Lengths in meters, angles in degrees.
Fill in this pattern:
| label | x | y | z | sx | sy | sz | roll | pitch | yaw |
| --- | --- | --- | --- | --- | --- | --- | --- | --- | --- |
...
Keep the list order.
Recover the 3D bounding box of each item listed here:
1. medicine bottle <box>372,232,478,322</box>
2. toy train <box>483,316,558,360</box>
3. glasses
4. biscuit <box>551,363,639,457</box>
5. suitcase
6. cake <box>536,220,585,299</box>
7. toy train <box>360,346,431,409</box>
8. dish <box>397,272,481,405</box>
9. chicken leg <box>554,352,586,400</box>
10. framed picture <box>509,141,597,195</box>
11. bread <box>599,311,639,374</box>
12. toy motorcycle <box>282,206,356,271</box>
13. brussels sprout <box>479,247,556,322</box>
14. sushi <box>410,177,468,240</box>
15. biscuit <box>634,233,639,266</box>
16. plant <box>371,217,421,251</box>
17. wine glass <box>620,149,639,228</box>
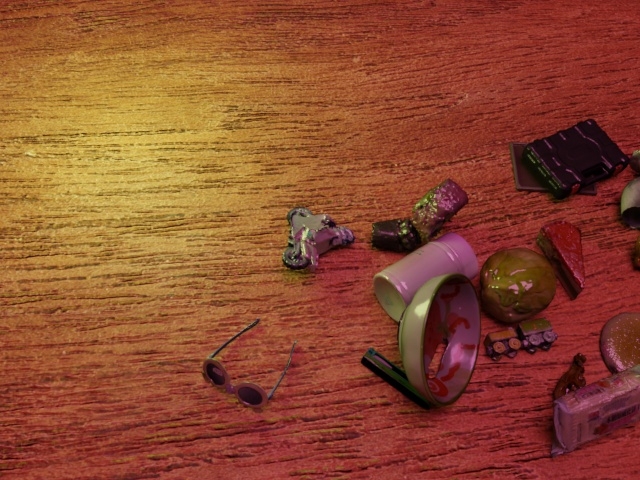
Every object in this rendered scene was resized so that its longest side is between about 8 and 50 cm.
| label | x | y | z | sx | sy | sz | roll | pitch | yaw |
| --- | --- | --- | --- | --- | --- | --- | --- | --- | --- |
| medicine bottle | 0.283 | 0.097 | 1.854 | 0.254 | 0.152 | 0.152 | -29 | 65 | -21 |
| toy train | 0.528 | 0.260 | 1.833 | 0.202 | 0.060 | 0.081 | -10 | 53 | -11 |
| glasses | -0.168 | 0.290 | 1.726 | 0.189 | 0.088 | 0.221 | 29 | 60 | 12 |
| biscuit | 0.690 | 0.406 | 1.693 | 0.309 | 0.186 | 0.079 | -16 | 32 | -13 |
| suitcase | 0.794 | -0.257 | 2.153 | 0.285 | 0.066 | 0.206 | -23 | 64 | -19 |
| cake | 0.716 | 0.049 | 1.966 | 0.116 | 0.086 | 0.220 | -19 | 61 | -14 |
| toy train | 0.200 | 0.349 | 1.752 | 0.209 | 0.044 | 0.042 | 35 | 60 | 15 |
| dish | 0.277 | 0.236 | 1.715 | 0.124 | 0.324 | 0.324 | 5 | 51 | 37 |
| chicken leg | 0.659 | 0.364 | 1.780 | 0.093 | 0.070 | 0.178 | 7 | 41 | 28 |
| framed picture | 0.732 | -0.229 | 2.178 | 0.259 | 0.023 | 0.189 | 3 | 58 | -4 |
| bread | 0.866 | 0.294 | 1.860 | 0.228 | 0.033 | 0.229 | 3 | 58 | -6 |
| toy motorcycle | 0.001 | -0.004 | 1.914 | 0.204 | 0.108 | 0.239 | 6 | 58 | -2 |
| brussels sprout | 0.532 | 0.111 | 1.864 | 0.223 | 0.161 | 0.223 | 6 | 52 | -7 |
| sushi | 0.336 | -0.096 | 1.919 | 0.107 | 0.161 | 0.241 | 49 | 22 | 8 |
| biscuit | 1.002 | 0.005 | 2.005 | 0.225 | 0.036 | 0.166 | -24 | 102 | -13 |
| plant | 0.215 | -0.014 | 1.958 | 0.143 | 0.094 | 0.092 | -1 | 43 | 7 |
| wine glass | 0.984 | -0.157 | 2.100 | 0.126 | 0.126 | 0.241 | 20 | 59 | 7 |
